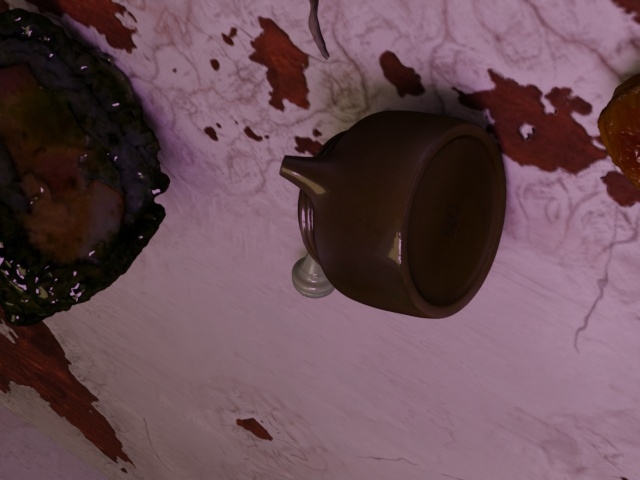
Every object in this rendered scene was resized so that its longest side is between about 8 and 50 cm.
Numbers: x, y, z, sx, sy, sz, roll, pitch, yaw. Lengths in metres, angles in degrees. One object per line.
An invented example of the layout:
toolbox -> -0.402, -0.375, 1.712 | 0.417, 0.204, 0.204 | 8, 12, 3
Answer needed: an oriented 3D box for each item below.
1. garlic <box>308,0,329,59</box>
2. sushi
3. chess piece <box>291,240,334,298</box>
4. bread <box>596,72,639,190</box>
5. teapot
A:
garlic -> -0.106, -0.264, 0.720 | 0.338, 0.196, 0.151 | 23, 157, 11
sushi -> -0.352, -0.099, 1.041 | 0.352, 0.294, 0.178 | 52, 147, -14
chess piece -> 0.000, 0.000, 1.037 | 0.059, 0.059, 0.149 | 27, 137, 18
bread -> 0.326, -0.098, 0.592 | 0.139, 0.077, 0.271 | 46, 143, -13
teapot -> 0.065, -0.028, 0.834 | 0.175, 0.185, 0.268 | 16, 175, 39
